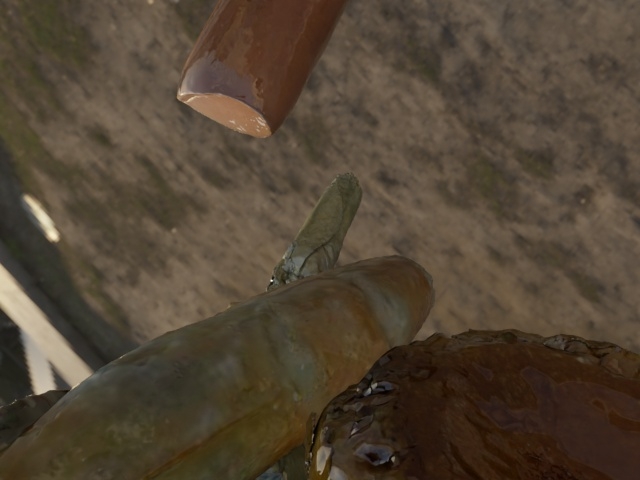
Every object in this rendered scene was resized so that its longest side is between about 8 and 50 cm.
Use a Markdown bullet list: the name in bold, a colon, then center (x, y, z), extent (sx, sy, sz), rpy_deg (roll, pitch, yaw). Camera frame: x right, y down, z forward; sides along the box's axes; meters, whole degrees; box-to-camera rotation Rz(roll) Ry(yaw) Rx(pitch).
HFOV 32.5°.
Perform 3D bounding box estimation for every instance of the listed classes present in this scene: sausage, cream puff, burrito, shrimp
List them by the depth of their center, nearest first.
- **cream puff**: center (0.068, 0.140, 0.368), extent (0.183, 0.183, 0.169), rpy_deg (28, 120, 26)
- **shrimp**: center (-0.080, 0.084, 0.479), extent (0.168, 0.317, 0.077), rpy_deg (-20, 96, 61)
- **burrito**: center (-0.001, -0.001, 1.023), extent (0.058, 0.188, 0.045), rpy_deg (-20, 119, 37)
- **sausage**: center (-0.033, -0.252, 1.126), extent (0.121, 0.304, 0.121), rpy_deg (25, 165, 7)

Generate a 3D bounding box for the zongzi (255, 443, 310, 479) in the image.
- **zongzi**: center (-0.106, 0.285, 0.874), extent (0.274, 0.125, 0.251), rpy_deg (-12, 87, 25)
